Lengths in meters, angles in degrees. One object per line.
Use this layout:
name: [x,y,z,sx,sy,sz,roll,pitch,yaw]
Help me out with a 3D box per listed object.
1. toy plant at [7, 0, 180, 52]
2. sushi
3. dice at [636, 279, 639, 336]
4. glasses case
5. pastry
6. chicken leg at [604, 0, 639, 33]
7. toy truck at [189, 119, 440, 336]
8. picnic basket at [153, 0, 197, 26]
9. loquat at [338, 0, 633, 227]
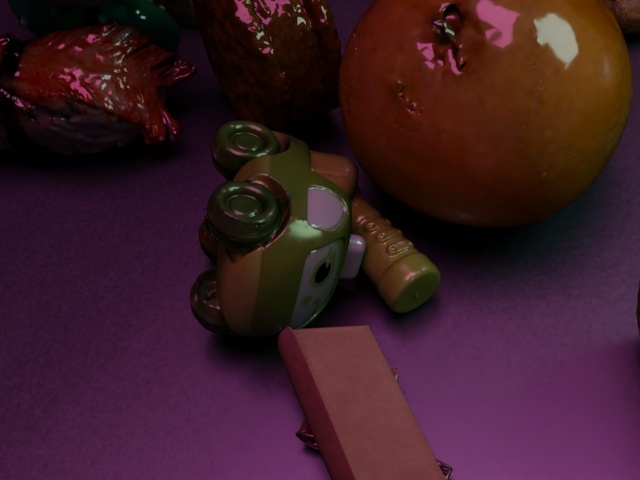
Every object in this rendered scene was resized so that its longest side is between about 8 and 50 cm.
toy plant: [-0.257,-0.311,0.994,0.279,0.400,0.185,17,66,-16]
sushi: [-0.305,-0.156,1.019,0.332,0.130,0.124,-1,69,15]
dice: [0.337,0.075,0.686,0.169,0.166,0.169,-11,49,2]
glasses case: [0.038,0.155,0.750,0.102,0.070,0.193,0,42,-27]
pastry: [-0.053,-0.201,0.970,0.103,0.189,0.189,-25,51,-14]
chicken leg: [0.373,-0.271,1.028,0.207,0.085,0.101,2,39,1]
toy truck: [-0.017,-0.011,0.847,0.210,0.148,0.187,-4,43,-21]
picnic basket: [-0.228,-0.380,1.180,0.266,0.139,0.165,12,54,19]
loquat: [0.146,-0.135,0.858,0.263,0.263,0.263,-5,50,6]
